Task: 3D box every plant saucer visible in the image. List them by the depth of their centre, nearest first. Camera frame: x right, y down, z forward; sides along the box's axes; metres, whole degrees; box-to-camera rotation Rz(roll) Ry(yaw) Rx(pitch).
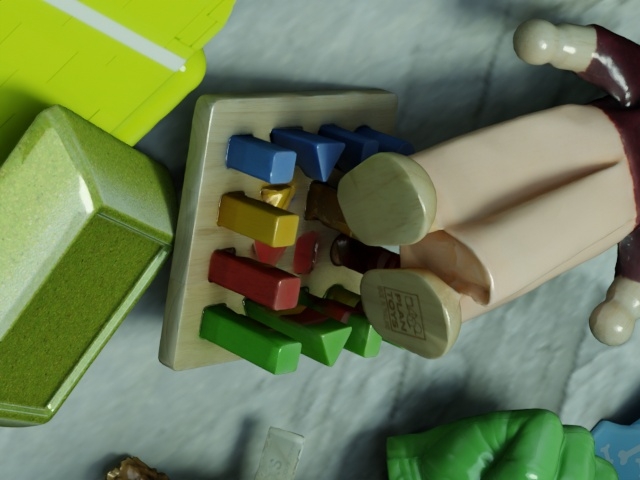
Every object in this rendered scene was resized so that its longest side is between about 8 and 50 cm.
[{"bbox_3d":[-0.150,0.031,0.996,0.188,0.045,0.188,-54,164,1],"label":"plant saucer"}]

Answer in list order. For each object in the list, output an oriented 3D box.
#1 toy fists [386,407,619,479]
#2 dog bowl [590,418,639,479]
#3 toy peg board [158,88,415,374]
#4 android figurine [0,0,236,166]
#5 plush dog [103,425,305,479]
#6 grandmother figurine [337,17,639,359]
[{"bbox_3d":[0.141,0.233,1.208,0.142,0.096,0.279,-13,114,8],"label":"toy fists"},{"bbox_3d":[0.299,0.136,1.286,0.166,0.074,0.297,38,91,-30],"label":"dog bowl"},{"bbox_3d":[0.000,0.000,1.068,0.161,0.079,0.160,-7,113,-48],"label":"toy peg board"},{"bbox_3d":[-0.157,-0.112,0.944,0.273,0.056,0.248,-43,143,19],"label":"android figurine"},{"bbox_3d":[-0.052,0.231,1.047,0.262,0.225,0.210,-35,99,2],"label":"plush dog"},{"bbox_3d":[0.173,-0.037,1.111,0.342,0.104,0.207,-25,119,-33],"label":"grandmother figurine"}]
